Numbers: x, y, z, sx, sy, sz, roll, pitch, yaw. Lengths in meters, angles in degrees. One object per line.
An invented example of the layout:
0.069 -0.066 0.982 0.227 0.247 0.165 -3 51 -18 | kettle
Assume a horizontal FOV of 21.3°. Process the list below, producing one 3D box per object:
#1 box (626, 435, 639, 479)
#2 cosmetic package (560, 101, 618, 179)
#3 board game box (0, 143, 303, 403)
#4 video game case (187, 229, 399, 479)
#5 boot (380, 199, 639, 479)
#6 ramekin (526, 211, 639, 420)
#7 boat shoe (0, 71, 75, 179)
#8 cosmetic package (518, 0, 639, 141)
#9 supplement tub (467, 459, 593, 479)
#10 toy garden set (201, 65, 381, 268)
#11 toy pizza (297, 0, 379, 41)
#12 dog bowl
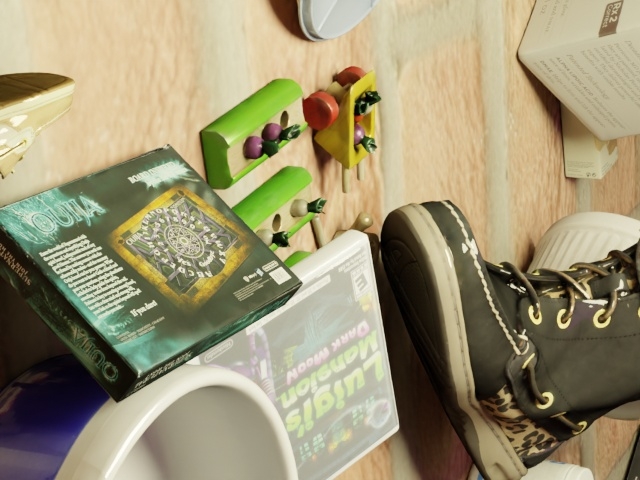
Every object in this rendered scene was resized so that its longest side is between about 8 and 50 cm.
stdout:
0.458 0.341 2.176 0.293 0.073 0.295 -64 147 -33 | box
0.279 -0.127 1.766 0.060 0.041 0.115 -45 134 -50 | cosmetic package
-0.101 0.012 0.986 0.026 0.126 0.186 -50 169 30 | board game box
-0.025 0.109 1.182 0.190 0.022 0.173 -33 127 -34 | video game case
0.217 0.047 1.407 0.377 0.284 0.138 66 -1 -49 | boot
0.282 0.082 1.651 0.109 0.207 0.207 -53 140 -29 | ramekin
-0.180 -0.052 0.889 0.135 0.050 0.045 -32 127 -45 | boat shoe
0.319 -0.207 1.630 0.151 0.184 0.151 39 57 -33 | cosmetic package
0.199 0.241 1.613 0.071 0.107 0.071 -20 113 -61 | supplement tub
0.000 0.000 1.242 0.204 0.049 0.244 -42 131 -53 | toy garden set
0.033 -0.238 1.229 0.201 0.032 0.201 -53 163 -24 | toy pizza
-0.117 0.200 0.997 0.265 0.104 0.264 -22 115 -60 | dog bowl
